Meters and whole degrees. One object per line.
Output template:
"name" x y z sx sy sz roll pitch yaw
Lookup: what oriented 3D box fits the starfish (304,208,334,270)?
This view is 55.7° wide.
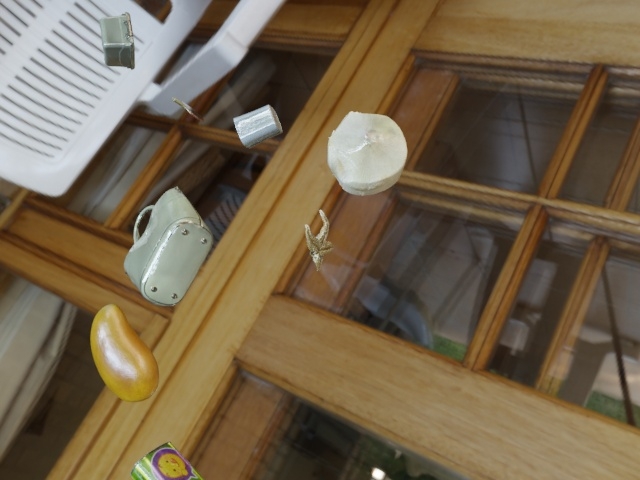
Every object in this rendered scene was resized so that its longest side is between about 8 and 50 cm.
"starfish" 0.003 -0.001 2.049 0.050 0.138 0.247 14 146 20

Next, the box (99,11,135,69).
"box" -0.622 -0.607 1.856 0.092 0.124 0.172 -8 171 -18

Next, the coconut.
"coconut" 0.135 -0.267 1.828 0.245 0.245 0.247 26 166 9

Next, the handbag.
"handbag" -0.356 0.005 1.372 0.109 0.241 0.315 30 -178 -30

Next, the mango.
"mango" -0.360 0.207 1.094 0.184 0.102 0.085 60 -164 2

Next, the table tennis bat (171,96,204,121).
"table tennis bat" -0.454 -0.451 2.071 0.087 0.013 0.156 50 -169 29

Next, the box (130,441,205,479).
"box" -0.317 0.670 1.525 0.345 0.097 0.134 41 -157 20

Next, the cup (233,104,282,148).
"cup" -0.194 -0.356 1.920 0.128 0.129 0.095 17 -127 -78
